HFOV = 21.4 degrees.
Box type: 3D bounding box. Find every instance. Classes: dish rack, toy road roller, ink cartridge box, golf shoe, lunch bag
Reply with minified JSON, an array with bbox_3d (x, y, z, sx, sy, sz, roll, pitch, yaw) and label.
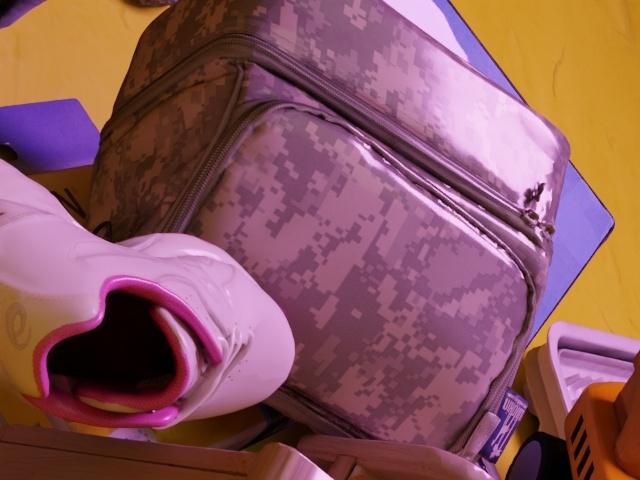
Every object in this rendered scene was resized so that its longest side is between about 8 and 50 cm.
[{"bbox_3d":[0.324,0.238,1.767,0.332,0.072,0.286,16,54,-52],"label":"dish rack"},{"bbox_3d":[0.293,0.231,1.433,0.202,0.241,0.329,22,25,-10],"label":"toy road roller"},{"bbox_3d":[-0.153,0.020,1.147,0.307,0.072,0.303,58,27,8],"label":"ink cartridge box"},{"bbox_3d":[-0.093,0.056,0.860,0.140,0.115,0.306,35,8,34],"label":"golf shoe"},{"bbox_3d":[0.000,0.000,1.115,0.305,0.212,0.256,34,56,-25],"label":"lunch bag"}]

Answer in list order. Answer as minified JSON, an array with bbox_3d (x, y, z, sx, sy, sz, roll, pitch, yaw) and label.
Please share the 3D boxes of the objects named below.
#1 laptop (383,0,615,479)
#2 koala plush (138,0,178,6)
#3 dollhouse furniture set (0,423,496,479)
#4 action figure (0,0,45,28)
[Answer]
[{"bbox_3d":[0.115,-0.008,1.454,0.382,0.236,0.408,49,9,-21],"label":"laptop"},{"bbox_3d":[-0.076,-0.320,1.502,0.196,0.203,0.221,66,18,6],"label":"koala plush"},{"bbox_3d":[-0.003,0.271,0.903,0.394,0.256,0.362,42,64,-30],"label":"dollhouse furniture set"},{"bbox_3d":[-0.258,-0.324,1.138,0.370,0.275,0.248,62,32,-29],"label":"action figure"}]
